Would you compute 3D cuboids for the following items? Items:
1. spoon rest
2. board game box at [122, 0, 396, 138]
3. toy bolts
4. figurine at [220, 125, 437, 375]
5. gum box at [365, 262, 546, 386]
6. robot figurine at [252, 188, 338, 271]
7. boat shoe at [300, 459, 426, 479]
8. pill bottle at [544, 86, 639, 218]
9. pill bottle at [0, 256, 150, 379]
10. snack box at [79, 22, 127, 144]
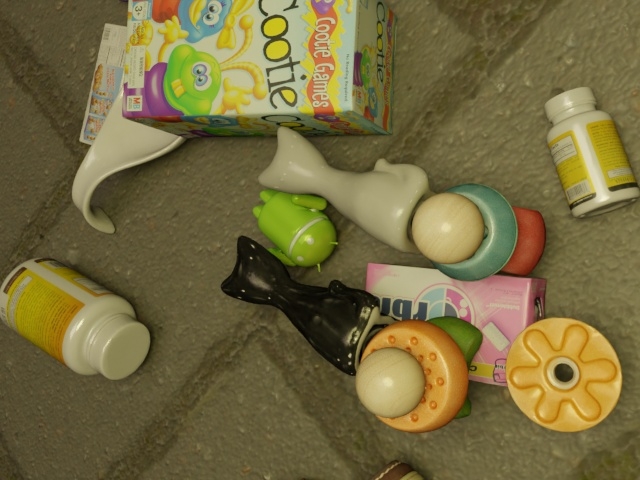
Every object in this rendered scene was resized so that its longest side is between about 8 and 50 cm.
[{"bbox_3d":[-0.258,-0.129,1.017,0.137,0.084,0.276,46,111,25],"label":"spoon rest"},{"bbox_3d":[-0.067,-0.198,0.844,0.275,0.142,0.144,2,89,21],"label":"board game box"},{"bbox_3d":[0.142,0.064,0.645,0.218,0.158,0.228,5,90,31],"label":"toy bolts"},{"bbox_3d":[0.000,0.000,0.776,0.209,0.092,0.214,25,99,32],"label":"figurine"},{"bbox_3d":[0.141,0.084,0.775,0.188,0.062,0.107,4,90,31],"label":"gum box"},{"bbox_3d":[-0.028,-0.016,0.879,0.115,0.067,0.101,44,122,24],"label":"robot figurine"},{"bbox_3d":[-0.030,0.331,0.837,0.342,0.123,0.123,-47,67,28],"label":"boat shoe"},{"bbox_3d":[0.256,-0.084,0.712,0.065,0.065,0.116,-21,77,29],"label":"pill bottle"},{"bbox_3d":[-0.340,0.111,1.034,0.215,0.117,0.117,23,99,30],"label":"pill bottle"},{"bbox_3d":[-0.306,-0.224,1.086,0.064,0.022,0.178,18,97,30],"label":"snack box"}]
